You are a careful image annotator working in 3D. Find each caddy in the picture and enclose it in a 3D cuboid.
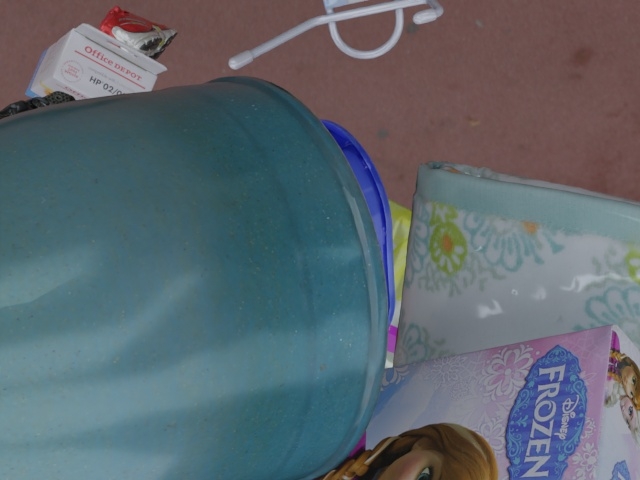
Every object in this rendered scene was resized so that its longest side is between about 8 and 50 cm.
[{"bbox_3d":[0.000,0.000,1.218,0.179,0.241,0.341,-21,122,-27],"label":"caddy"}]

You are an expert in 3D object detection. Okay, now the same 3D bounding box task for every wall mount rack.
[{"bbox_3d":[-0.001,-0.383,1.148,0.304,0.130,0.350,-12,121,3],"label":"wall mount rack"}]

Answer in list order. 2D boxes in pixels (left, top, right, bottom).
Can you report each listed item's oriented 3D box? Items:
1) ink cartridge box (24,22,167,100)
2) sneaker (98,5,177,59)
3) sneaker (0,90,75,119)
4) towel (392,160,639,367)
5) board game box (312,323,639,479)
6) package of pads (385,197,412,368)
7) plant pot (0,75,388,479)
[{"bbox_3d":[-0.256,-0.178,0.959,0.104,0.061,0.181,26,168,-28],"label":"ink cartridge box"},{"bbox_3d":[-0.358,-0.403,1.645,0.118,0.279,0.107,42,97,-9],"label":"sneaker"},{"bbox_3d":[-0.284,-0.085,0.713,0.227,0.130,0.087,26,137,-32],"label":"sneaker"},{"bbox_3d":[0.209,0.121,0.674,0.090,0.374,0.320,-5,107,-45],"label":"towel"},{"bbox_3d":[0.052,0.225,0.574,0.318,0.319,0.066,-20,127,40],"label":"board game box"},{"bbox_3d":[0.105,0.076,1.562,0.229,0.296,0.101,26,165,-15],"label":"package of pads"},{"bbox_3d":[-0.144,0.044,0.491,0.255,0.272,0.272,-10,144,-39],"label":"plant pot"}]
